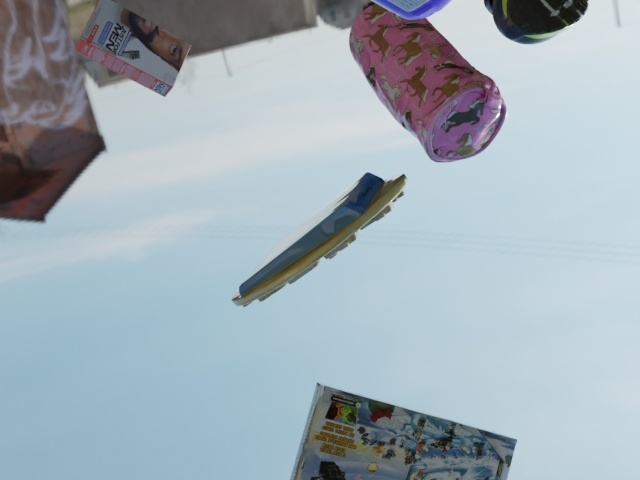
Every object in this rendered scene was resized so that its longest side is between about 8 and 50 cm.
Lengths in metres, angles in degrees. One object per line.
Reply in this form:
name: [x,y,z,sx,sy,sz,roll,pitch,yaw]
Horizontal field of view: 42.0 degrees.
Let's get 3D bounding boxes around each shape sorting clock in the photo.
shape sorting clock: [0.000,0.000,0.804,0.206,0.040,0.206,-39,-175,4]

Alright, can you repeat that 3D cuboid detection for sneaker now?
sneaker: [0.261,-0.309,1.047,0.121,0.111,0.300,-41,-170,40]

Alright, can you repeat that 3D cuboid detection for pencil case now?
pencil case: [0.189,-0.302,1.532,0.160,0.167,0.386,-14,-135,-14]

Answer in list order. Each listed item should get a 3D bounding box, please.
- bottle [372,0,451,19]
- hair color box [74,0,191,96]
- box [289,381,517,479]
bottle: [0.026,-0.328,0.853,0.283,0.118,0.092,17,154,-39]
hair color box: [-0.314,-0.325,1.404,0.167,0.093,0.053,26,157,-20]
box: [0.051,0.155,0.540,0.137,0.094,0.027,18,173,-11]
